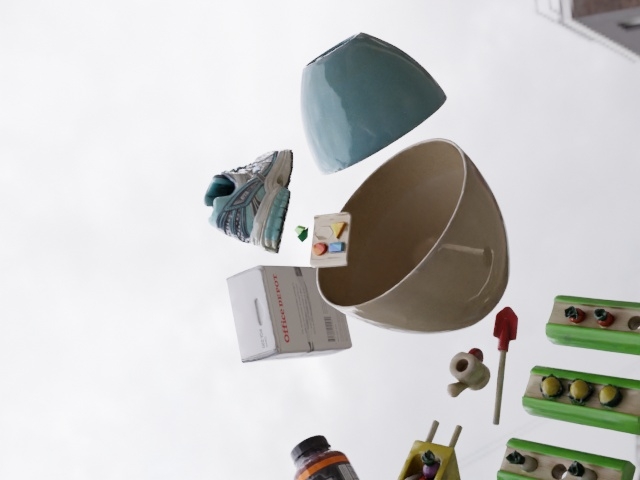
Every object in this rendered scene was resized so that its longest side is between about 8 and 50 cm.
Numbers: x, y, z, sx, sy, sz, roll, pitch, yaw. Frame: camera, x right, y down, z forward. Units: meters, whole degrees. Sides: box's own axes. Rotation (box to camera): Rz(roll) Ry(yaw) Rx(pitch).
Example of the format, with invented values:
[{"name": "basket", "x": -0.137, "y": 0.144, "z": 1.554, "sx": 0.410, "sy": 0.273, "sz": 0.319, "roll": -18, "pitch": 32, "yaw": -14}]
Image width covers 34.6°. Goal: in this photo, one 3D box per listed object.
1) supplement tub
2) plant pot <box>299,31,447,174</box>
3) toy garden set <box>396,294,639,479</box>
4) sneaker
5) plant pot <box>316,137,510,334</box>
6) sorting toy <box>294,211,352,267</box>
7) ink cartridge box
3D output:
[{"name": "supplement tub", "x": 0.021, "y": 0.421, "z": 1.694, "sx": 0.106, "sy": 0.106, "sz": 0.198, "roll": 20, "pitch": -149, "yaw": -52}, {"name": "plant pot", "x": 0.073, "y": -0.287, "z": 1.992, "sx": 0.195, "sy": 0.290, "sz": 0.290, "roll": 58, "pitch": -137, "yaw": -12}, {"name": "toy garden set", "x": 0.165, "y": 0.149, "z": 0.857, "sx": 0.049, "sy": 0.204, "sz": 0.244, "roll": 39, "pitch": -115, "yaw": -40}, {"name": "sneaker", "x": -0.108, "y": -0.080, "z": 1.536, "sx": 0.283, "sy": 0.122, "sz": 0.110, "roll": -94, "pitch": 18, "yaw": -69}, {"name": "plant pot", "x": 0.160, "y": 0.024, "z": 1.462, "sx": 0.191, "sy": 0.284, "sz": 0.284, "roll": 38, "pitch": -124, "yaw": -25}, {"name": "sorting toy", "x": 0.000, "y": 0.000, "z": 1.187, "sx": 0.012, "sy": 0.083, "sz": 0.062, "roll": 13, "pitch": -104, "yaw": -47}, {"name": "ink cartridge box", "x": -0.054, "y": 0.131, "z": 1.831, "sx": 0.218, "sy": 0.092, "sz": 0.158, "roll": 5, "pitch": -111, "yaw": -54}]
